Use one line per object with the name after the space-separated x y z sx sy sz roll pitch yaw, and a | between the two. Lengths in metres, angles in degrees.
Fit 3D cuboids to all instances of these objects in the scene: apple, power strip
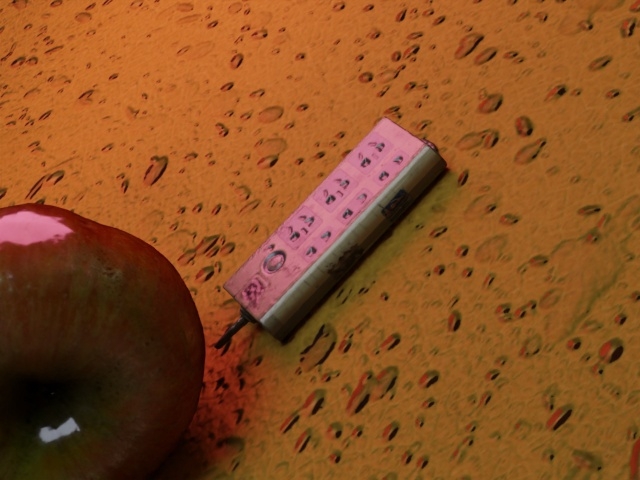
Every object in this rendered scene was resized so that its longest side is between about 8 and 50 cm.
-0.251 0.102 1.421 0.309 0.277 0.250 -25 23 1 | apple
0.000 0.000 1.472 0.268 0.034 0.092 -46 38 -2 | power strip
